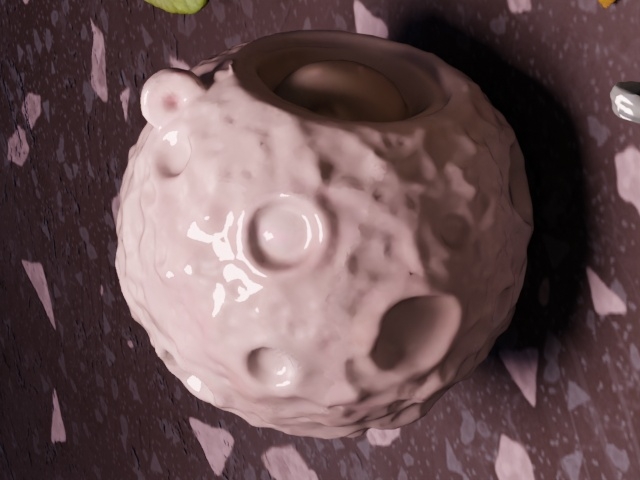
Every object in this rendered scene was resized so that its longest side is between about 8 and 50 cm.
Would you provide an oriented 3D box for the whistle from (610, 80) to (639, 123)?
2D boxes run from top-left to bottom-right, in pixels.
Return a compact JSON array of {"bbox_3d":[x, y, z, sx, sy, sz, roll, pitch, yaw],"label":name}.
[{"bbox_3d":[0.312,-0.060,1.051,0.289,0.163,0.163,13,119,19],"label":"whistle"}]

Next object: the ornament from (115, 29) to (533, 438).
[{"bbox_3d":[0.000,0.000,1.434,0.337,0.337,0.337,35,132,53],"label":"ornament"}]

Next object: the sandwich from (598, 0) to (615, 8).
[{"bbox_3d":[0.211,-0.246,1.226,0.193,0.058,0.162,-42,67,58],"label":"sandwich"}]

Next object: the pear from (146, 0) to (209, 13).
[{"bbox_3d":[-0.153,-0.352,1.802,0.288,0.139,0.239,3,119,58],"label":"pear"}]
